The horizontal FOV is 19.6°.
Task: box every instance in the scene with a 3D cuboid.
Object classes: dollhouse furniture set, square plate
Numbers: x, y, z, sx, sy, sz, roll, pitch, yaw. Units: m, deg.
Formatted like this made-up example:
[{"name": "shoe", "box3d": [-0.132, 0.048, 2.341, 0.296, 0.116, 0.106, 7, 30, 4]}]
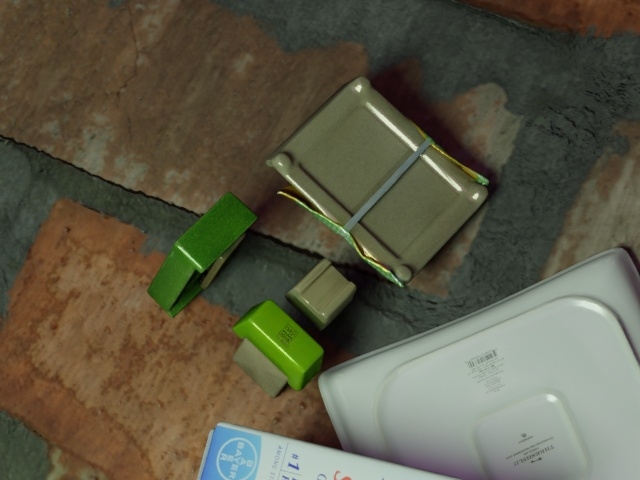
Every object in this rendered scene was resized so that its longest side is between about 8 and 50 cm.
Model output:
[{"name": "dollhouse furniture set", "box3d": [0.000, 0.000, 1.943, 0.197, 0.151, 0.301, 43, 66, 4]}, {"name": "square plate", "box3d": [0.204, 0.211, 1.817, 0.347, 0.049, 0.344, -23, 66, 5]}]

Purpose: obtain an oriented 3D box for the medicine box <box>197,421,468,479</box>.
[{"name": "medicine box", "box3d": [0.019, 0.333, 1.726, 0.289, 0.149, 0.264, 10, 79, 28]}]
